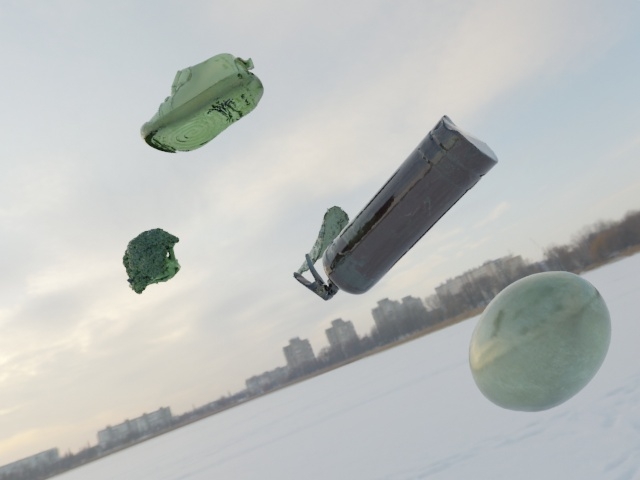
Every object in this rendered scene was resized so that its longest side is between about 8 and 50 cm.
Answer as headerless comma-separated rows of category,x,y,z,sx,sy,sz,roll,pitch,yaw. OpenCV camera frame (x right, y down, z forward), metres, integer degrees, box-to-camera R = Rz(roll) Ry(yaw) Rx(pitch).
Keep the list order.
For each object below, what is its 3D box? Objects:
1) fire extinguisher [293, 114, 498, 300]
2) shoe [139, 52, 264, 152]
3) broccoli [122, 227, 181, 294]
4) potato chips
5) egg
fire extinguisher,0.065,-0.018,0.519,0.072,0.089,0.268,-10,-34,-54
shoe,-0.234,-0.267,0.936,0.262,0.128,0.140,-26,-28,12
broccoli,-0.475,0.057,1.317,0.195,0.195,0.156,-29,-59,27
potato chips,0.008,0.002,1.226,0.228,0.059,0.167,-43,-27,-58
egg,0.480,0.228,1.046,0.258,0.258,0.352,-7,-44,-42
